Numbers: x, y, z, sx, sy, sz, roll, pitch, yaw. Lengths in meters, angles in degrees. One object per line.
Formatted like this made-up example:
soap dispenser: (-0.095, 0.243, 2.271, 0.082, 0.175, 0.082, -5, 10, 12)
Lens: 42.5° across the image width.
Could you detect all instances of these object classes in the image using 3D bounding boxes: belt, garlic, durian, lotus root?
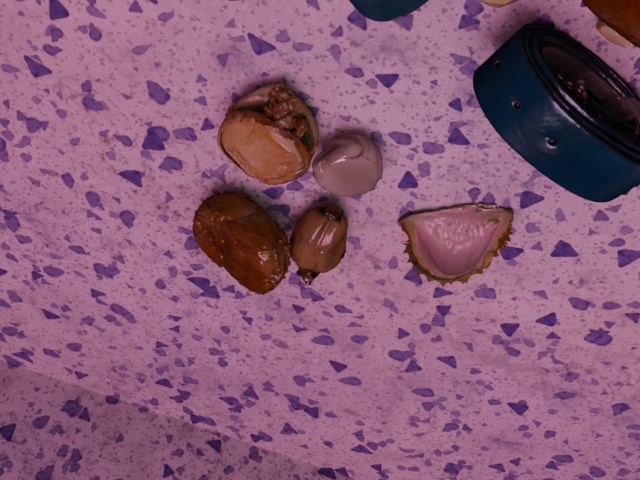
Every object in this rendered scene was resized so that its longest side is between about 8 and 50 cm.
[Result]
belt: (0.526, -0.265, 1.713, 0.436, 0.300, 0.173, 33, 136, -22)
garlic: (0.601, -0.432, 1.699, 0.083, 0.053, 0.041, 23, 135, -20)
durian: (0.346, 0.031, 2.146, 0.305, 0.195, 0.185, 1, 141, 11)
lotus root: (0.000, 0.000, 2.243, 0.154, 0.140, 0.257, 14, 131, -15)

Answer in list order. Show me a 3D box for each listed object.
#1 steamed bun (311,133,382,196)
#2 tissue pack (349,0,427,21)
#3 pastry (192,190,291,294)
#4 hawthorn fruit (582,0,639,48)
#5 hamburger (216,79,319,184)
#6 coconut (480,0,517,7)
steamed bun: (0.070, -0.191, 2.052, 0.183, 0.106, 0.183, -1, 144, -1)
tissue pack: (0.097, -0.571, 1.594, 0.206, 0.198, 0.287, -25, 126, 32)
pastry: (-0.204, -0.004, 2.258, 0.311, 0.162, 0.255, 40, 145, 10)
hawthorn fruit: (0.630, -0.494, 1.423, 0.403, 0.402, 0.402, 8, 136, 8)
hamburger: (-0.126, -0.258, 2.017, 0.243, 0.146, 0.286, 16, 143, 9)
coconut: (0.362, -0.533, 1.621, 0.116, 0.116, 0.122, 10, 140, 6)
